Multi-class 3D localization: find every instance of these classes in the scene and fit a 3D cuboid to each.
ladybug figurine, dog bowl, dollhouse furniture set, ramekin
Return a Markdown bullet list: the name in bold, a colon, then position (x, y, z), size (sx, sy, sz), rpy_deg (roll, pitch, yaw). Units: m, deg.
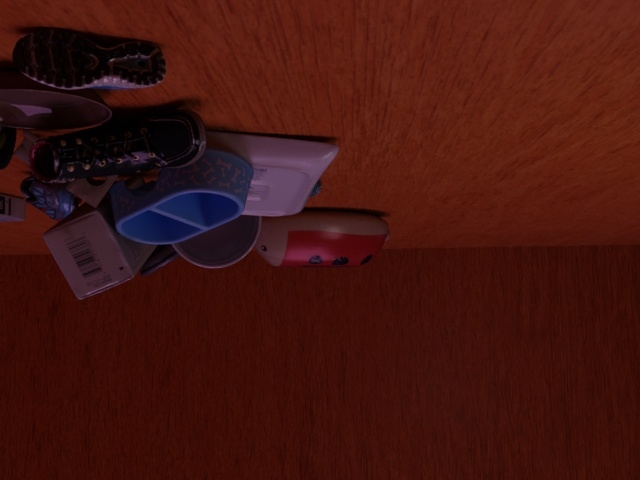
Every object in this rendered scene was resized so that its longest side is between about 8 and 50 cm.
- **ladybug figurine**: position (0.000, 0.000, 2.215), size (0.449, 0.162, 0.305), rpy_deg (0, 174, -11)
- **dog bowl**: position (-0.247, -0.068, 1.268), size (0.297, 0.074, 0.166), rpy_deg (-19, 152, 36)
- **dollhouse furniture set**: position (-0.433, -0.149, 1.268), size (0.161, 0.101, 0.182), rpy_deg (35, 176, -17)
- **ramekin**: position (-0.238, -0.046, 1.590), size (0.207, 0.207, 0.109), rpy_deg (1, -177, -13)

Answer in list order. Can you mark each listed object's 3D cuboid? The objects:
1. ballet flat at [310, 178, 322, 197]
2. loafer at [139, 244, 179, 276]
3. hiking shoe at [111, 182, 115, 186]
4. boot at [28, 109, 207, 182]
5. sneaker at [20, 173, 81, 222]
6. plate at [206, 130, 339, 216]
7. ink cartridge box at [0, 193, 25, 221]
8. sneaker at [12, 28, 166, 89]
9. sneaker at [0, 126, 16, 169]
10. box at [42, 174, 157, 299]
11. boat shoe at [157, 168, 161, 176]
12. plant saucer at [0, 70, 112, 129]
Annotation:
- **ballet flat**: position (-0.066, -0.123, 1.573), size (0.188, 0.070, 0.070), rpy_deg (-2, 174, 33)
- **loafer**: position (-0.337, -0.023, 1.762), size (0.302, 0.095, 0.109), rpy_deg (-32, -173, 16)
- **hiking shoe**: position (-0.451, -0.070, 1.706), size (0.086, 0.114, 0.226), rpy_deg (-6, 172, 41)
- **boot**: position (-0.296, -0.132, 1.060), size (0.236, 0.085, 0.178), rpy_deg (-1, -166, 42)
- **sneaker**: position (-0.580, -0.108, 1.565), size (0.125, 0.104, 0.262), rpy_deg (23, 164, -19)
- **plate**: position (-0.132, -0.108, 1.340), size (0.277, 0.045, 0.278), rpy_deg (4, 157, -16)
- **ink cartridge box**: position (-0.876, -0.090, 1.722), size (0.165, 0.065, 0.332), rpy_deg (-2, 175, 14)
- **sneaker**: position (-0.261, -0.192, 0.817), size (0.162, 0.064, 0.073), rpy_deg (2, 177, -26)
- **sneaker**: position (-0.541, -0.152, 0.966), size (0.121, 0.111, 0.300), rpy_deg (2, 173, 10)
- **box**: position (-0.416, -0.017, 1.448), size (0.121, 0.148, 0.311), rpy_deg (-23, -166, 7)
- **boat shoe**: position (-0.220, -0.121, 1.460), size (0.227, 0.069, 0.081), rpy_deg (-1, 174, 6)
- **plant saucer**: position (-0.379, -0.186, 0.959), size (0.198, 0.036, 0.198), rpy_deg (-3, 175, 0)
